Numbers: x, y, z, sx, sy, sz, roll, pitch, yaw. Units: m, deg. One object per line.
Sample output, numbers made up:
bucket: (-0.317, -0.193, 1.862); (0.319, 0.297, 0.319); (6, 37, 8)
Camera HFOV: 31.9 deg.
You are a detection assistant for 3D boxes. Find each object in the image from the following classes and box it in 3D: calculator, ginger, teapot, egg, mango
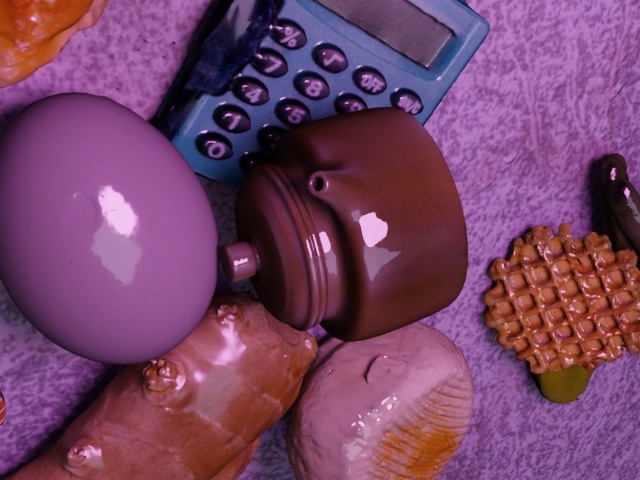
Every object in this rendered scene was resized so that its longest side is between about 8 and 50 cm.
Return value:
calculator: (-0.002, -0.142, 0.983); (0.248, 0.058, 0.274); (24, 108, -38)
ginger: (-0.173, 0.188, 1.096); (0.375, 0.166, 0.236); (-28, 171, 15)
teapot: (0.000, 0.000, 0.929); (0.175, 0.186, 0.268); (-15, 160, -19)
egg: (-0.175, -0.010, 0.892); (0.176, 0.176, 0.232); (-29, 121, -11)
mango: (0.296, 0.139, 1.339); (0.091, 0.074, 0.165); (-27, 129, -12)

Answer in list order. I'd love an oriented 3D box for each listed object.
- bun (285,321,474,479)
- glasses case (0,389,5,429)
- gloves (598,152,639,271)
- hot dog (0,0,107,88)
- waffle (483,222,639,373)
bun: (0.048, 0.191, 1.178); (0.244, 0.153, 0.244); (-32, 134, -41)
glasses case: (-0.401, 0.189, 0.963); (0.266, 0.067, 0.103); (-32, 126, -9)
gloves: (0.380, -0.003, 1.270); (0.268, 0.135, 0.107); (39, 55, -43)
hot dog: (-0.261, -0.263, 0.664); (0.367, 0.196, 0.365); (-20, 127, -11)
waffle: (0.271, 0.067, 1.237); (0.191, 0.038, 0.191); (7, 115, 15)
